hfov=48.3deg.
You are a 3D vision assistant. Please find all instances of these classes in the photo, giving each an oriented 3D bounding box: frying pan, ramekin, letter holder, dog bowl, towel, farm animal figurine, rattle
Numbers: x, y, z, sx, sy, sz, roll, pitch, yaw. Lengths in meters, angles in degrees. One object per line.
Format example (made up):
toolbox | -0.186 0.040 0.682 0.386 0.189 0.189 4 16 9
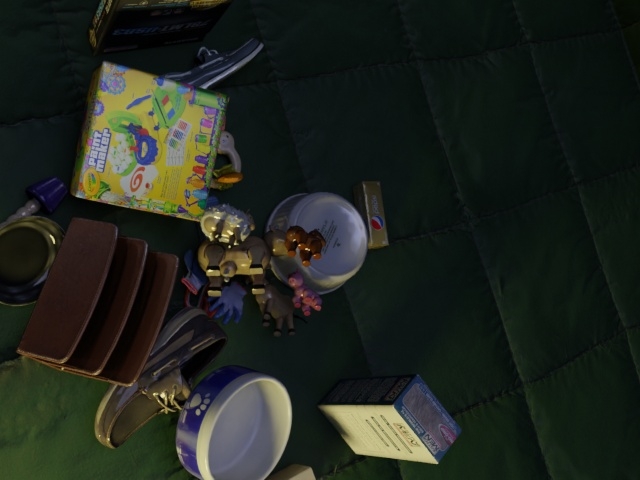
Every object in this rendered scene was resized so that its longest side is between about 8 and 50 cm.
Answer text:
frying pan | -0.657 0.035 1.438 0.326 0.053 0.197 8 101 -52
ramekin | 0.000 0.000 1.826 0.273 0.127 0.272 6 76 -27
letter holder | -0.447 0.129 1.486 0.215 0.152 0.301 9 69 19
dog bowl | -0.187 0.415 1.582 0.265 0.104 0.264 -17 112 -48
towel | -0.271 -0.048 1.748 0.067 0.029 0.119 -12 84 -30
farm animal figurine | -0.141 0.053 1.668 0.327 0.330 0.172 11 41 -15
rattle | -0.243 -0.231 1.746 0.130 0.143 0.199 10 80 -7

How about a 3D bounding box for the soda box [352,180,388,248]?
soda box | 0.136 -0.069 1.952 0.058 0.061 0.181 -3 80 -28

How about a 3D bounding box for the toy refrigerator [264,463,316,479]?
toy refrigerator | -0.137 0.618 1.631 0.270 0.102 0.094 -21 89 -31

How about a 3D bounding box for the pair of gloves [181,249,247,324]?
pair of gloves | -0.254 0.107 1.683 0.198 0.023 0.159 45 25 -11

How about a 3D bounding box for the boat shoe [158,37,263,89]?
boat shoe | -0.277 -0.437 1.783 0.319 0.116 0.099 -41 103 -24

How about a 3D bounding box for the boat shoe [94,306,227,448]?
boat shoe | -0.338 0.301 1.543 0.130 0.132 0.355 26 66 27

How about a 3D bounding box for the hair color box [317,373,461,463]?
hair color box | 0.153 0.418 1.688 0.105 0.347 0.174 -43 101 -29

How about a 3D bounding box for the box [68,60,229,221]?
box | -0.387 -0.214 1.594 0.279 0.177 0.289 12 91 -26

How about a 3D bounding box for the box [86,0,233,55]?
box | -0.367 -0.534 1.653 0.296 0.293 0.073 -16 86 -31

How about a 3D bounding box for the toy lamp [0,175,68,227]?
toy lamp | -0.654 -0.035 1.512 0.080 0.080 0.274 46 63 -12

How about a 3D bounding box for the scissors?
scissors | -0.302 0.219 1.681 0.109 0.021 0.297 29 68 -23
